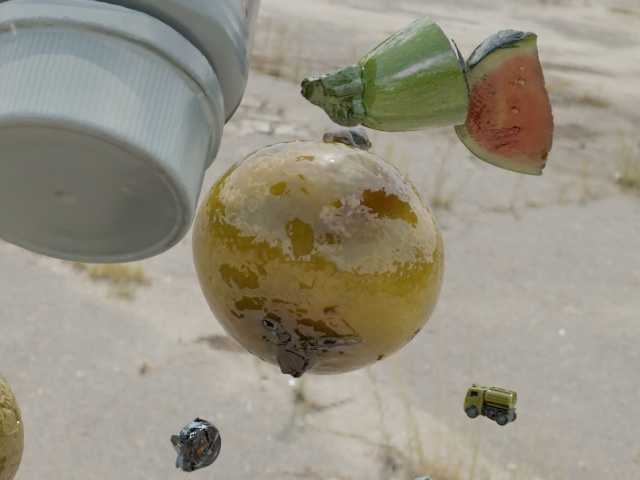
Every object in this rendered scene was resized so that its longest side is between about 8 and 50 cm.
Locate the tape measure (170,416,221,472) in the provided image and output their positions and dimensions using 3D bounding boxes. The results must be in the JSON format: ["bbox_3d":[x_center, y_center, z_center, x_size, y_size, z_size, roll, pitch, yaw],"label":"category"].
[{"bbox_3d":[-0.225,0.376,2.288,0.054,0.091,0.094,3,19,40],"label":"tape measure"}]

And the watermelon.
[{"bbox_3d":[0.220,-0.159,1.497,0.119,0.245,0.063,12,54,20],"label":"watermelon"}]

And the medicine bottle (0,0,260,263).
[{"bbox_3d":[-0.178,-0.160,1.036,0.245,0.245,0.306,8,59,-2],"label":"medicine bottle"}]

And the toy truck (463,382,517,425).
[{"bbox_3d":[0.271,0.261,2.008,0.083,0.054,0.049,10,5,27],"label":"toy truck"}]

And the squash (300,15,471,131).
[{"bbox_3d":[0.053,-0.129,1.104,0.132,0.105,0.105,-22,26,-11],"label":"squash"}]

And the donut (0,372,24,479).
[{"bbox_3d":[-0.475,0.219,1.491,0.261,0.209,0.128,16,3,25],"label":"donut"}]

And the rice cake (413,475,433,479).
[{"bbox_3d":[0.178,0.475,2.035,0.030,0.180,0.042,1,-13,-30],"label":"rice cake"}]

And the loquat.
[{"bbox_3d":[0.000,0.000,1.625,0.328,0.328,0.360,11,60,7],"label":"loquat"}]
